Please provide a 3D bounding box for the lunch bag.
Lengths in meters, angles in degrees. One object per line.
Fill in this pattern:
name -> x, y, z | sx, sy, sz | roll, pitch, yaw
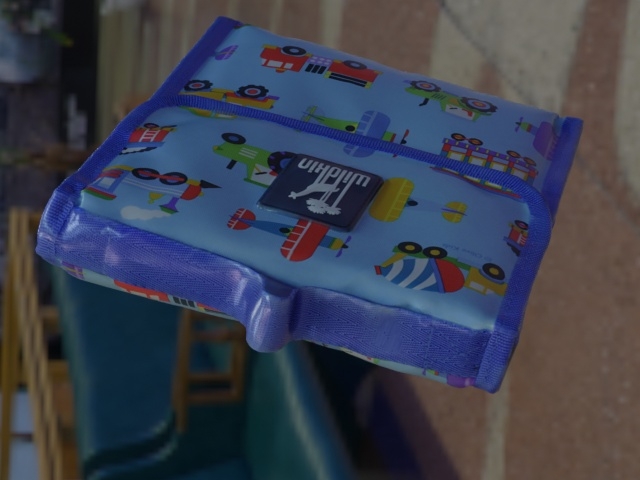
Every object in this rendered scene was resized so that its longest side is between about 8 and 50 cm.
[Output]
lunch bag -> 0.000, 0.000, 0.891 | 0.293, 0.221, 0.138 | -53, -21, -70
